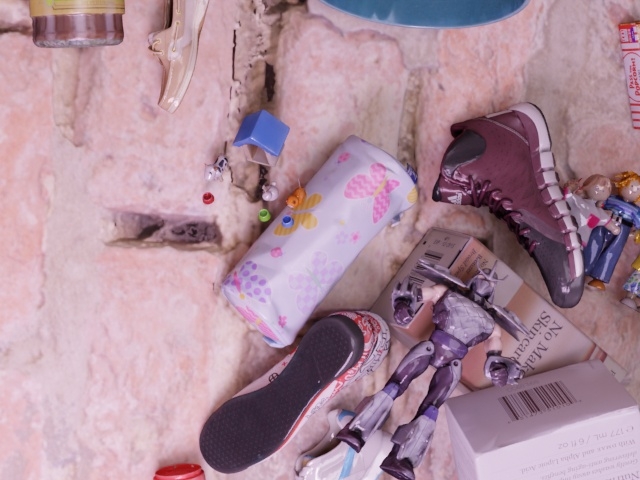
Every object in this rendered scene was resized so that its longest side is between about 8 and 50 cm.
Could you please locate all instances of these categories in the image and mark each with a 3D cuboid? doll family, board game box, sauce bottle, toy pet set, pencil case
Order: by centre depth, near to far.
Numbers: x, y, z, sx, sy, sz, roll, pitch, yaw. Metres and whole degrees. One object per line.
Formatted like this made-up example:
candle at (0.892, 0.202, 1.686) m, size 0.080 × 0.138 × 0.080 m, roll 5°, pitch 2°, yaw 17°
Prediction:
sauce bottle at (-0.281, -0.390, 1.661) m, size 0.111 × 0.111 × 0.344 m, roll -6°, pitch 98°, yaw -21°
toy pet set at (-0.075, -0.091, 1.772) m, size 0.122 × 0.065 × 0.114 m, roll 15°, pitch 65°, yaw 17°
pencil case at (0.000, 0.000, 1.814) m, size 0.273 × 0.113 × 0.124 m, roll -48°, pitch 135°, yaw -11°
doll family at (0.418, -0.002, 1.992) m, size 0.263 × 0.118 × 0.163 m, roll 28°, pitch 92°, yaw -4°
board game box at (0.509, -0.242, 2.020) m, size 0.193 × 0.045 × 0.147 m, roll -14°, pitch 100°, yaw -19°

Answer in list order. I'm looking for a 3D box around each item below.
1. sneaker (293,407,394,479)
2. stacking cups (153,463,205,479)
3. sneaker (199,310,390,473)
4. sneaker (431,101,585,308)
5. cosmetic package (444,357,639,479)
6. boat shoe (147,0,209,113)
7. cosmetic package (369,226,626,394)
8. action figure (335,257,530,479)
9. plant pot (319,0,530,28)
sneaker at (0.000, 0.322, 1.871) m, size 0.092 × 0.087 × 0.229 m, roll 34°, pitch 76°, yaw -14°
stacking cups at (-0.149, 0.433, 1.816) m, size 0.096 × 0.096 × 0.316 m, roll -6°, pitch 97°, yaw -21°
sneaker at (-0.024, 0.187, 1.834) m, size 0.270 × 0.145 × 0.090 m, roll -46°, pitch 75°, yaw 21°
sneaker at (0.228, -0.035, 1.882) m, size 0.162 × 0.106 × 0.281 m, roll -9°, pitch 67°, yaw -9°
cosmetic package at (0.297, 0.365, 1.840) m, size 0.217 × 0.156 × 0.385 m, roll -16°, pitch 112°, yaw -5°
boat shoe at (-0.176, -0.236, 1.749) m, size 0.059 × 0.063 × 0.170 m, roll 14°, pitch 81°, yaw -20°
cosmetic package at (0.229, 0.131, 1.908) m, size 0.296 × 0.129 × 0.153 m, roll 38°, pitch 82°, yaw -21°
action figure at (0.140, 0.142, 1.746) m, size 0.185 × 0.099 × 0.285 m, roll 32°, pitch 77°, yaw 5°
plant pot at (0.124, -0.416, 1.746) m, size 0.271 × 0.271 × 0.255 m, roll 11°, pitch 78°, yaw -22°
